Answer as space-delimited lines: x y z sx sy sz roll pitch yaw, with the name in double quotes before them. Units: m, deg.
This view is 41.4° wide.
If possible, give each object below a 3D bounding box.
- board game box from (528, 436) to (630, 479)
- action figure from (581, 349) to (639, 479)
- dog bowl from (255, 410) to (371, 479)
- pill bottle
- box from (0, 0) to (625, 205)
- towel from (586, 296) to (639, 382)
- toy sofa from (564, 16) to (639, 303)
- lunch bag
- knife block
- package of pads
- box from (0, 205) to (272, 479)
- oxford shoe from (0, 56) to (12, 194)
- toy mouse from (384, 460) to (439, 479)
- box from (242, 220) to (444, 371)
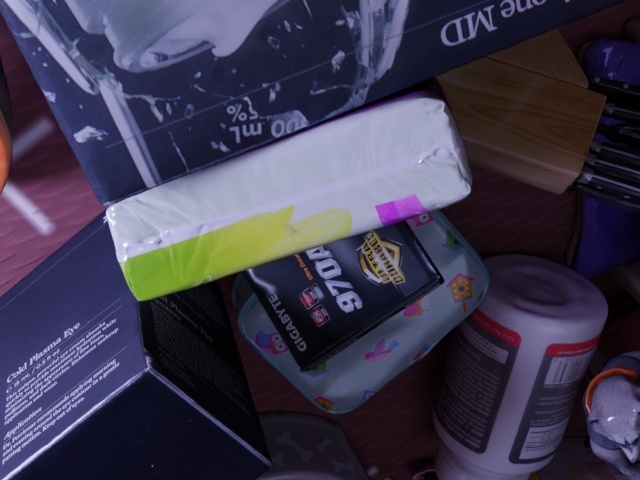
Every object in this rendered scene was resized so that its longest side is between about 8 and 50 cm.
"board game box" 0.437 0.414 1.228 0.242 0.317 0.064 5 118 -19
"action figure" 0.398 0.275 1.091 0.330 0.178 0.342 48 58 -54
"dog bowl" -0.075 0.406 1.192 0.348 0.102 0.349 -8 121 -14
"pill bottle" 0.247 0.193 1.121 0.176 0.176 0.319 1 119 -18
"box" -0.050 -0.360 0.637 0.479 0.297 0.472 -22 126 -4
"towel" 0.537 0.121 1.250 0.329 0.037 0.237 -37 129 7
"toy sofa" 0.420 -0.079 1.032 0.177 0.150 0.363 -13 123 -11
"lunch bag" 0.045 0.049 1.008 0.279 0.108 0.224 -42 111 7
"knife block" 0.238 -0.099 0.917 0.275 0.242 0.088 -25 168 -2
"package of pads" -0.020 -0.061 0.769 0.296 0.229 0.101 -17 104 10
"box" -0.259 0.180 0.874 0.343 0.312 0.179 -38 124 7
"oxford shoe" -0.321 -0.168 0.737 0.129 0.133 0.364 13 146 -6
"toy mouse" 0.140 0.374 1.281 0.143 0.031 0.161 31 106 -30
"box" 0.000 0.000 0.901 0.175 0.220 0.051 -34 166 9
